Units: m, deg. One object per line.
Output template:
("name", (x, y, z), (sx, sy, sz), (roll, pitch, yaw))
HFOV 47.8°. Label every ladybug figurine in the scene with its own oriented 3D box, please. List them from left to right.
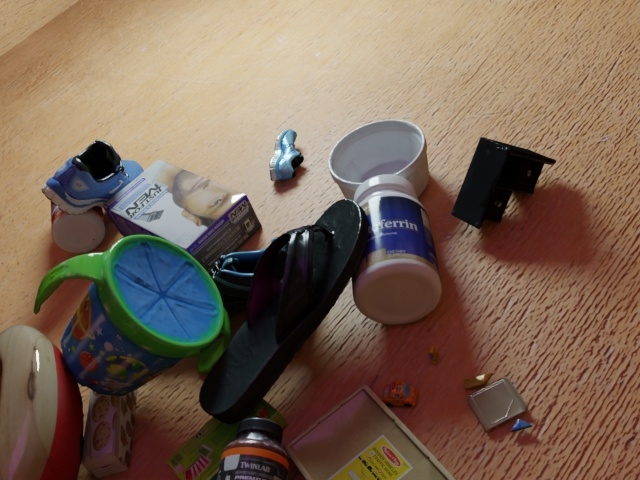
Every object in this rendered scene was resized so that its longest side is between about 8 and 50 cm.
("ladybug figurine", (-0.509, 0.343, 1.212), (0.305, 0.162, 0.449), (-44, 37, 21))

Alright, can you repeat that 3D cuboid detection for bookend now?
("bookend", (0.345, -0.101, 1.362), (0.072, 0.156, 0.157), (35, 111, 45))

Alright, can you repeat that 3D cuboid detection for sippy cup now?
("sippy cup", (-0.323, 0.147, 1.248), (0.224, 0.305, 0.240), (-43, 1, 28))

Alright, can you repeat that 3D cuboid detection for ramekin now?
("ramekin", (0.128, -0.146, 1.502), (0.207, 0.109, 0.207), (-14, 41, 12))

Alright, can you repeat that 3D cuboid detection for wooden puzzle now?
("wooden puzzle", (0.267, 0.247, 1.093), (0.078, 0.014, 0.116), (-25, 40, 6))

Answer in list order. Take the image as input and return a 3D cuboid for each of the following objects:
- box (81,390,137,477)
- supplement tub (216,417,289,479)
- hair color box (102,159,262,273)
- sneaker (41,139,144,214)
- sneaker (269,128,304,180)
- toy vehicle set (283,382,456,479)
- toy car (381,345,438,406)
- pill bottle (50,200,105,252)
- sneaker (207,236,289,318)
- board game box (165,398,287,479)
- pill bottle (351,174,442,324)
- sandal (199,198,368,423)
("box", (-0.380, 0.275, 1.333), (0.067, 0.063, 0.324), (-17, 41, 8))
("supplement tub", (-0.103, 0.366, 1.060), (0.106, 0.106, 0.198), (-8, 49, 18))
("hair color box", (-0.316, -0.056, 1.622), (0.339, 0.110, 0.185), (23, 58, 39))
("sneaker", (-0.500, -0.154, 1.701), (0.147, 0.130, 0.330), (-47, -3, 18))
("sneaker", (-0.072, -0.197, 1.703), (0.073, 0.063, 0.162), (6, 51, 7))
("toy vehicle set", (0.078, 0.346, 1.059), (0.166, 0.035, 0.267), (-35, 42, -12))
("toy car", (0.141, 0.214, 1.166), (0.060, 0.040, 0.122), (11, 52, 34))
("pill bottle", (-0.596, -0.077, 1.766), (0.121, 0.121, 0.221), (-25, 41, -1))
("sneaker", (-0.188, 0.086, 1.384), (0.340, 0.140, 0.125), (-20, 43, 6))
("board game box", (-0.153, 0.331, 1.180), (0.181, 0.043, 0.092), (-42, 44, -19))
("pill bottle", (0.128, 0.008, 1.305), (0.153, 0.153, 0.265), (-14, 41, 11))
("sandal", (-0.064, 0.093, 1.207), (0.167, 0.107, 0.446), (6, 57, 54))
